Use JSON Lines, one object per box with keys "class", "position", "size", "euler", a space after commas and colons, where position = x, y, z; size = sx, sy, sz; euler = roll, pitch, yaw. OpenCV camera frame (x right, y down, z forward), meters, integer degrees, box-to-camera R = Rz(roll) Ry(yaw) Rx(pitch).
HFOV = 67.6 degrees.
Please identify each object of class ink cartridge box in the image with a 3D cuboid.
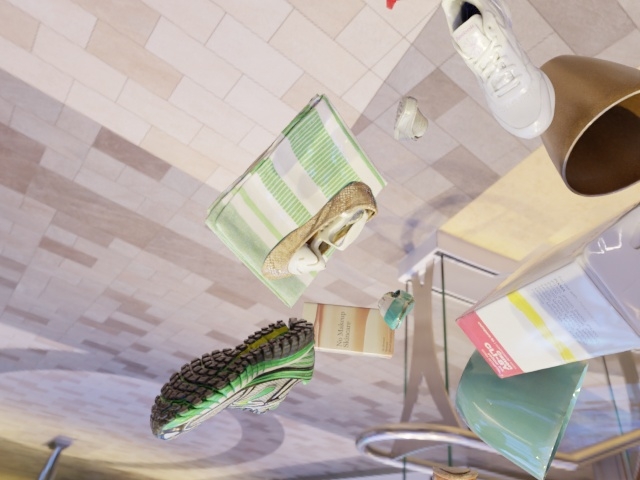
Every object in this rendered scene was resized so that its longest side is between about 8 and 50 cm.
{"class": "ink cartridge box", "position": [0.475, 0.093, 0.884], "size": [0.279, 0.160, 0.384], "euler": [-30, 167, -22]}

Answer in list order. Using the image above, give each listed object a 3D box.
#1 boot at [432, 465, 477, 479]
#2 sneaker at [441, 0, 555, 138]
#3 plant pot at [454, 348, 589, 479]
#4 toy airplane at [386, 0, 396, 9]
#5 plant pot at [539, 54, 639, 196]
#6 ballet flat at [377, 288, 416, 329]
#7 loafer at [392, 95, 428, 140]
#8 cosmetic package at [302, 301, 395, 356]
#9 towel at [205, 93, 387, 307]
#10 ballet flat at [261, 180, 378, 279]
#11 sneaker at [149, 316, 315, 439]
{"class": "boot", "position": [0.309, 0.659, 1.128], "size": [0.109, 0.220, 0.283], "euler": [5, 151, 0]}
{"class": "sneaker", "position": [0.302, -0.315, 0.853], "size": [0.152, 0.305, 0.114], "euler": [-9, 162, -41]}
{"class": "plant pot", "position": [0.472, 0.376, 1.155], "size": [0.235, 0.293, 0.293], "euler": [21, 154, 34]}
{"class": "toy airplane", "position": [0.132, -0.592, 1.106], "size": [0.151, 0.151, 0.028], "euler": [17, 155, -12]}
{"class": "plant pot", "position": [0.525, -0.256, 0.940], "size": [0.237, 0.254, 0.237], "euler": [-9, 137, -8]}
{"class": "ballet flat", "position": [0.202, 0.184, 1.319], "size": [0.087, 0.083, 0.247], "euler": [28, -169, 15]}
{"class": "loafer", "position": [0.307, -0.402, 1.595], "size": [0.112, 0.112, 0.319], "euler": [12, -178, 7]}
{"class": "cosmetic package", "position": [0.088, 0.289, 1.541], "size": [0.296, 0.153, 0.129], "euler": [3, 164, 6]}
{"class": "towel", "position": [-0.028, -0.075, 0.876], "size": [0.248, 0.325, 0.038], "euler": [49, 159, -29]}
{"class": "ballet flat", "position": [0.000, 0.000, 0.690], "size": [0.206, 0.067, 0.073], "euler": [-44, 144, 11]}
{"class": "sneaker", "position": [-0.139, 0.272, 0.877], "size": [0.134, 0.344, 0.146], "euler": [10, 114, 52]}
